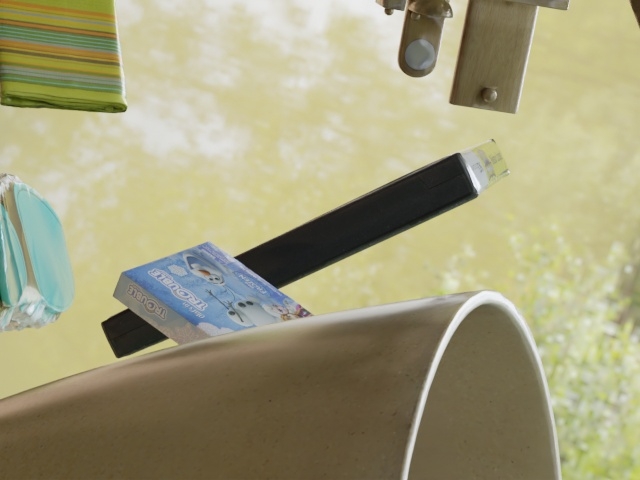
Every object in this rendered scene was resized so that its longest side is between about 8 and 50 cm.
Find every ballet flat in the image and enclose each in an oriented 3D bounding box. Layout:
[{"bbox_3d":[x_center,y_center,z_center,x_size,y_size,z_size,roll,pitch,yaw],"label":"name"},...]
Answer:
[{"bbox_3d":[-0.303,0.013,1.340,0.409,0.147,0.147,106,5,-87],"label":"ballet flat"}]

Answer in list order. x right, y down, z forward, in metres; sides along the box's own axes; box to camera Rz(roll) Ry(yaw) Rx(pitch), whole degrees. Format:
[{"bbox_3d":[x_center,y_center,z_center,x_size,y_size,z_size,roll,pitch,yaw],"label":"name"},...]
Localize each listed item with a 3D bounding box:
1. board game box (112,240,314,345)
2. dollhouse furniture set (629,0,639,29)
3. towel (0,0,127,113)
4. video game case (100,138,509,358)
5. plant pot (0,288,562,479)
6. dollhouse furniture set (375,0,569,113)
[{"bbox_3d":[-0.058,0.039,0.907,0.090,0.090,0.020,-23,142,-57],"label":"board game box"},{"bbox_3d":[0.214,-0.138,0.583,0.302,0.197,0.151,-94,168,-52],"label":"dollhouse furniture set"},{"bbox_3d":[-0.213,-0.203,1.248,0.021,0.102,0.237,-50,-137,49],"label":"towel"},{"bbox_3d":[0.000,0.000,1.155,0.035,0.274,0.248,65,13,-1],"label":"video game case"},{"bbox_3d":[-0.061,0.147,0.640,0.256,0.274,0.257,0,90,-69],"label":"plant pot"},{"bbox_3d":[0.111,-0.150,1.162,0.151,0.144,0.123,-123,-138,-71],"label":"dollhouse furniture set"}]
